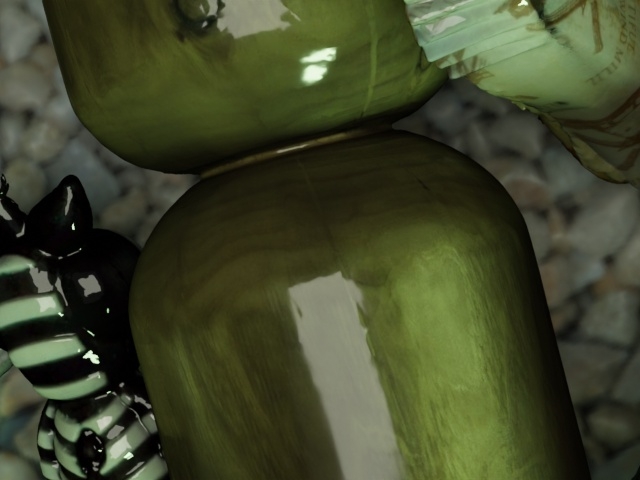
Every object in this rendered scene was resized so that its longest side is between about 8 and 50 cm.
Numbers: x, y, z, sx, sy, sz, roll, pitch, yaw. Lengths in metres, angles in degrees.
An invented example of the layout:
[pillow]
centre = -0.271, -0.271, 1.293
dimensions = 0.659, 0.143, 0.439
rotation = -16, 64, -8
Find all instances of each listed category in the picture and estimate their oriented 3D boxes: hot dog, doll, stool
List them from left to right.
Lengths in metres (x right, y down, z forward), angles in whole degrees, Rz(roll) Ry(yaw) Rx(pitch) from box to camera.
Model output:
[doll]
centre = -0.109, 0.065, 0.575
dimensions = 0.091, 0.067, 0.219
rotation = -12, 109, 25
[stool]
centre = 0.000, 0.000, 0.517
dimensions = 0.179, 0.179, 0.264
rotation = -15, 92, 5
[hot dog]
centre = 0.102, -0.097, 0.484
dimensions = 0.069, 0.253, 0.131
rotation = -9, 76, 33

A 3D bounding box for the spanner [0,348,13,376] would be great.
[spanner]
centre = -0.228, 0.109, 0.620
dimensions = 0.071, 0.017, 0.302
rotation = 43, 94, -3

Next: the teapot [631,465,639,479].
[teapot]
centre = 0.193, 0.170, 0.447
dimensions = 0.239, 0.321, 0.239
rotation = 50, 139, 0
